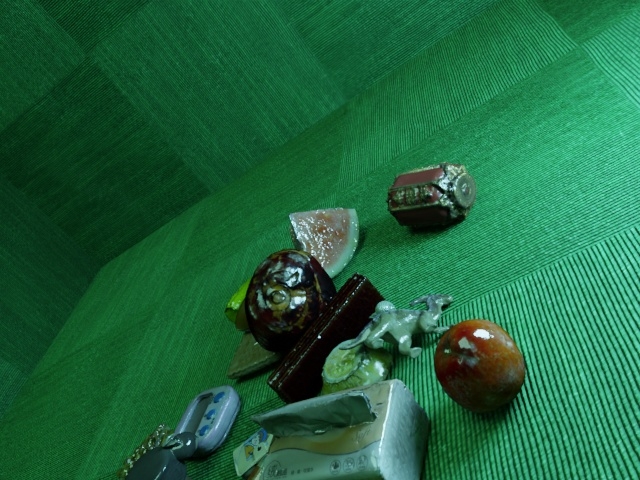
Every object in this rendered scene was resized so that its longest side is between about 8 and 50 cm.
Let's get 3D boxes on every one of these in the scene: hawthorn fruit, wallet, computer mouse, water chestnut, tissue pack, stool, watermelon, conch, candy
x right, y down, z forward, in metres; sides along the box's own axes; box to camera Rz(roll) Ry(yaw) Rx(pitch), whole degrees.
[{"bbox_3d":[0.293,0.230,1.135,0.172,0.173,0.173,-33,25,17],"label":"hawthorn fruit"},{"bbox_3d":[-0.142,0.498,1.481,0.155,0.039,0.110,-40,22,3],"label":"wallet"},{"bbox_3d":[-0.199,0.193,1.982,0.125,0.056,0.245,-21,27,39],"label":"computer mouse"},{"bbox_3d":[-0.091,0.165,1.697,0.244,0.289,0.289,-14,35,44],"label":"water chestnut"},{"bbox_3d":[0.023,0.392,1.192,0.305,0.239,0.239,-23,29,35],"label":"tissue pack"},{"bbox_3d":[-0.385,0.601,1.536,0.228,0.139,0.153,-40,24,3],"label":"stool"},{"bbox_3d":[0.000,0.000,1.943,0.193,0.231,0.310,104,-172,-72],"label":"watermelon"},{"bbox_3d":[0.161,0.195,1.541,0.085,0.056,0.076,119,161,-49],"label":"conch"},{"bbox_3d":[-0.251,0.195,2.107,0.096,0.097,0.210,-21,27,38],"label":"candy"}]

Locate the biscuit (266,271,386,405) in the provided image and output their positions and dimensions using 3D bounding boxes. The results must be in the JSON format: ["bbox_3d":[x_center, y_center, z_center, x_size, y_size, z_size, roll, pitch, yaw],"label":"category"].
[{"bbox_3d":[0.023,0.255,1.574,0.388,0.107,0.073,-50,26,-21],"label":"biscuit"}]

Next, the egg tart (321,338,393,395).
[{"bbox_3d":[0.074,0.308,1.447,0.197,0.078,0.197,-34,26,19],"label":"egg tart"}]

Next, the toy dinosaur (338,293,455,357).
[{"bbox_3d":[0.191,0.200,1.401,0.293,0.077,0.162,-12,16,-18],"label":"toy dinosaur"}]

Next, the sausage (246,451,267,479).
[{"bbox_3d":[-0.143,0.562,1.331,0.083,0.083,0.264,-7,39,52],"label":"sausage"}]

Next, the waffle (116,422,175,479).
[{"bbox_3d":[-0.499,0.633,1.758,0.223,0.054,0.204,-46,24,-10],"label":"waffle"}]

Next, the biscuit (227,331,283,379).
[{"bbox_3d":[-0.162,0.280,1.877,0.217,0.044,0.325,-30,23,28],"label":"biscuit"}]

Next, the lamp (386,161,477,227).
[{"bbox_3d":[0.315,-0.127,1.745,0.273,0.177,0.177,-8,39,54],"label":"lamp"}]

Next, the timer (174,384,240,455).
[{"bbox_3d":[-0.317,0.503,1.696,0.190,0.069,0.209,-23,30,35],"label":"timer"}]
